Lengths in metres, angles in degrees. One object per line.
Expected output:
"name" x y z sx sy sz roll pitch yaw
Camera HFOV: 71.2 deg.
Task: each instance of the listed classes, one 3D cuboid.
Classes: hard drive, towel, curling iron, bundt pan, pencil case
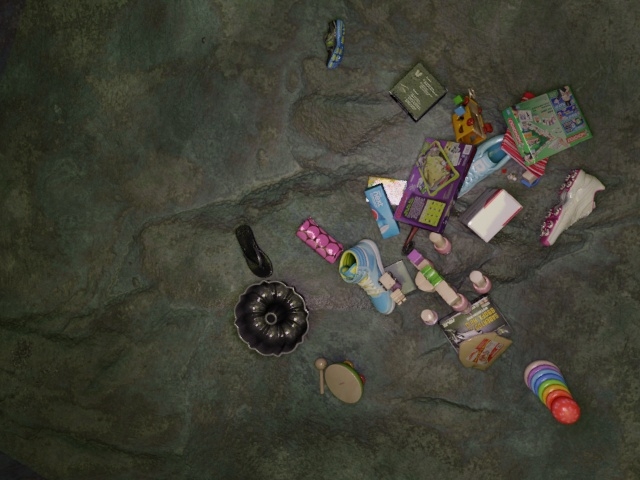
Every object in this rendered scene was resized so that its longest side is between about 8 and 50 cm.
"hard drive" 0.325 0.158 1.846 0.094 0.022 0.135 -26 91 12
"towel" 0.769 -0.385 1.615 0.199 0.031 0.274 34 70 -11
"curling iron" 0.400 -0.058 1.799 0.068 0.035 0.273 30 98 44
"bundt pan" -0.194 0.318 1.909 0.331 0.124 0.330 1 95 11
"pencil case" 0.000 0.000 1.859 0.209 0.095 0.098 41 81 2

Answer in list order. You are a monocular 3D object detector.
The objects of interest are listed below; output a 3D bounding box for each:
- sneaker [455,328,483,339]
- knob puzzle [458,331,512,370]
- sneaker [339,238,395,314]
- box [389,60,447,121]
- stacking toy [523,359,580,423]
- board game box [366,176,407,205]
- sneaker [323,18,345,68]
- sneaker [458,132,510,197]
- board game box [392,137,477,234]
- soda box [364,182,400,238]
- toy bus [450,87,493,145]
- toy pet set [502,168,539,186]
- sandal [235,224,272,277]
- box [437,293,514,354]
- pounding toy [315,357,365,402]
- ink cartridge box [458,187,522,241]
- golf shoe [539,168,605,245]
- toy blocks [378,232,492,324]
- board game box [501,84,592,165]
"sneaker" 0.584 0.367 1.756 0.109 0.040 0.043 4 93 2
"knob puzzle" 0.615 0.418 1.736 0.213 0.030 0.213 -5 123 -7
"sneaker" 0.173 0.165 1.771 0.127 0.208 0.318 -24 86 40
"box" 0.375 -0.568 1.724 0.158 0.093 0.156 -43 87 13
"stacking toy" 0.857 0.558 1.631 0.141 0.330 0.141 1 96 10
"board game box" 0.268 -0.200 1.817 0.154 0.026 0.103 8 98 10
"sneaker" 0.049 -0.781 1.786 0.078 0.067 0.188 13 100 30
"sneaker" 0.582 -0.283 1.685 0.366 0.150 0.135 -42 86 10
"board game box" 0.429 -0.210 1.692 0.208 0.056 0.346 22 89 37
"soda box" 0.249 -0.118 1.786 0.071 0.067 0.210 -20 103 18
"toy bus" 0.549 -0.454 1.695 0.104 0.202 0.190 -29 98 42
"toy pet set" 0.784 -0.264 1.710 0.122 0.065 0.114 -45 52 9
"sandal" -0.297 0.055 1.934 0.097 0.054 0.254 -31 90 12
"box" 0.619 0.347 1.794 0.231 0.056 0.183 -34 88 12
"pounding toy" 0.102 0.577 1.906 0.237 0.110 0.182 1 109 40
"ink cartridge box" 0.618 -0.100 1.656 0.100 0.237 0.172 43 101 1
"golf shoe" 0.935 -0.107 1.661 0.140 0.115 0.306 24 101 4
"toy blocks" 0.452 0.177 1.717 0.309 0.260 0.288 -44 55 9
"board game box" 0.812 -0.413 1.594 0.317 0.046 0.213 -23 89 -22
